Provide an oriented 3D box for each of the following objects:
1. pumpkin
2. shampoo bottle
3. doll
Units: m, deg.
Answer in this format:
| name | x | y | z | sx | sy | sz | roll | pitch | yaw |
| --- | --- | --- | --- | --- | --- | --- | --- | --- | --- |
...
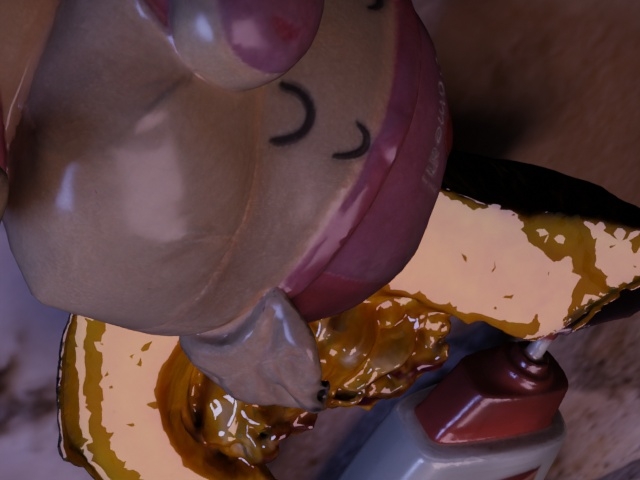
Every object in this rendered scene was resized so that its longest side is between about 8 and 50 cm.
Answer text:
| name | x | y | z | sx | sy | sz | roll | pitch | yaw |
| --- | --- | --- | --- | --- | --- | --- | --- | --- | --- |
| pumpkin | 0.001 | -0.003 | 0.557 | 0.278 | 0.111 | 0.163 | -31 | 124 | 2 |
| shampoo bottle | 0.090 | 0.134 | 0.755 | 0.153 | 0.071 | 0.284 | 4 | 129 | -33 |
| doll | -0.071 | -0.059 | 0.384 | 0.255 | 0.152 | 0.196 | 13 | 97 | -28 |
